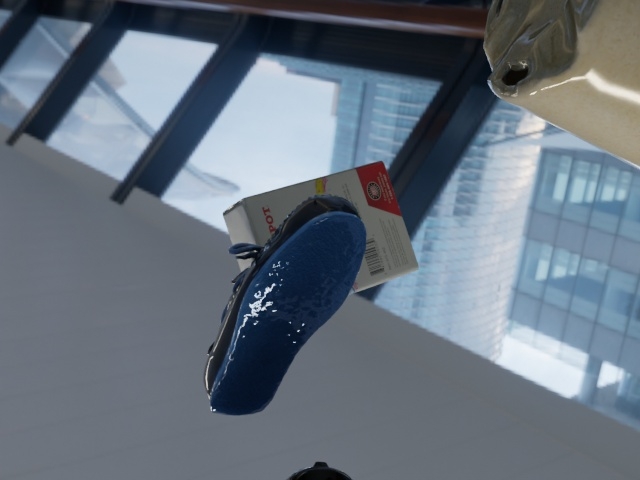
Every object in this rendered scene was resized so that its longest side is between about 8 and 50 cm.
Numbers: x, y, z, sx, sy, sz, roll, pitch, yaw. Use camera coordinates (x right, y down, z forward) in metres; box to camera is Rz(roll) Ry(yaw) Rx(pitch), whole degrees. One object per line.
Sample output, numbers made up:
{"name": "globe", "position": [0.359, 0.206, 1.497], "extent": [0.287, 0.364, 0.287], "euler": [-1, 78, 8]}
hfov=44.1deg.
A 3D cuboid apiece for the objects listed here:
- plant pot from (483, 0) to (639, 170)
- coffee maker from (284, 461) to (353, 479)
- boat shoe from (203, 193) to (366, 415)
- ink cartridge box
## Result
{"name": "plant pot", "position": [0.336, -0.193, 0.736], "extent": [0.306, 0.333, 0.334], "euler": [16, -167, -15]}
{"name": "coffee maker", "position": [-0.031, 0.314, 0.744], "extent": [0.120, 0.171, 0.178], "euler": [-15, 166, -43]}
{"name": "boat shoe", "position": [-0.052, 0.050, 0.710], "extent": [0.109, 0.258, 0.089], "euler": [18, -146, -30]}
{"name": "ink cartridge box", "position": [0.000, 0.000, 0.844], "extent": [0.175, 0.127, 0.072], "euler": [-17, 178, -28]}
